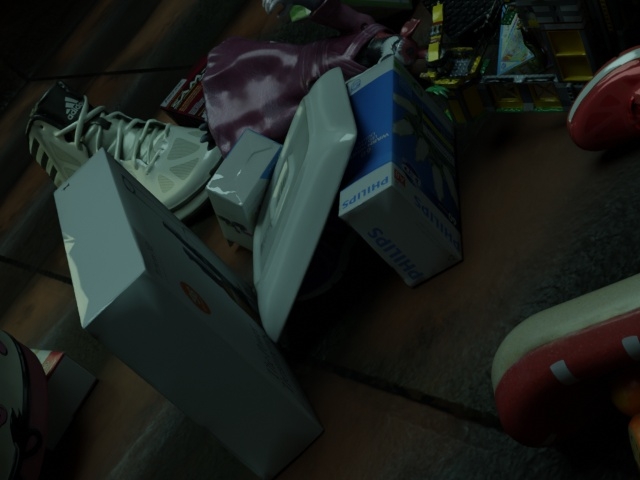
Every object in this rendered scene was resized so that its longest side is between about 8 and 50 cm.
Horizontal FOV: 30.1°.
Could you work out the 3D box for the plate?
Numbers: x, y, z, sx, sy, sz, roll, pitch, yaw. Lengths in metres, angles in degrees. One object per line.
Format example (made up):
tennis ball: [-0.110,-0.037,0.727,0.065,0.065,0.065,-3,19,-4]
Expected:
plate: [-0.030,-0.055,1.444,0.277,0.045,0.278,-99,28,-66]

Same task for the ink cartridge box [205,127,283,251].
ink cartridge box: [-0.089,-0.056,1.612,0.061,0.181,0.104,26,70,18]

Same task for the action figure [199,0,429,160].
action figure: [0.011,-0.220,1.692,0.370,0.248,0.275,-13,-1,29]

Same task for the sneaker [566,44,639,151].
sneaker: [0.344,-0.136,1.153,0.221,0.087,0.128,-35,28,23]

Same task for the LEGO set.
LEGO set: [0.241,-0.295,1.331,0.255,0.192,0.331,13,57,38]

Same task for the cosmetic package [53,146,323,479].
cosmetic package: [-0.163,0.072,1.370,0.097,0.284,0.377,-44,28,5]

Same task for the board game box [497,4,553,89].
board game box: [0.272,-0.265,1.482,0.103,0.026,0.154,-27,34,33]

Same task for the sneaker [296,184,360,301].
sneaker: [0.000,0.000,1.466,0.068,0.071,0.170,-5,49,52]

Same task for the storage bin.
storage bin: [0.222,-0.365,1.597,0.180,0.084,0.122,-36,17,20]

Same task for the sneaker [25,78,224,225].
sneaker: [-0.331,-0.145,1.913,0.447,0.257,0.169,-10,45,49]

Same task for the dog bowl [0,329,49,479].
dog bowl: [-0.515,0.287,1.618,0.408,0.150,0.408,-30,49,41]

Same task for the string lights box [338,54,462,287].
string lights box: [0.093,-0.084,1.379,0.076,0.133,0.260,-31,32,26]

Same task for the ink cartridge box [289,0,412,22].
ink cartridge box: [0.066,-0.369,1.805,0.109,0.209,0.062,-7,90,53]

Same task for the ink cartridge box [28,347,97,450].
ink cartridge box: [-0.423,0.230,1.749,0.175,0.072,0.127,-3,52,53]

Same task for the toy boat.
toy boat: [0.249,0.119,0.927,0.231,0.151,0.151,-26,63,33]

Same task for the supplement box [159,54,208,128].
supplement box: [-0.173,-0.241,2.018,0.130,0.073,0.239,-52,27,-9]
